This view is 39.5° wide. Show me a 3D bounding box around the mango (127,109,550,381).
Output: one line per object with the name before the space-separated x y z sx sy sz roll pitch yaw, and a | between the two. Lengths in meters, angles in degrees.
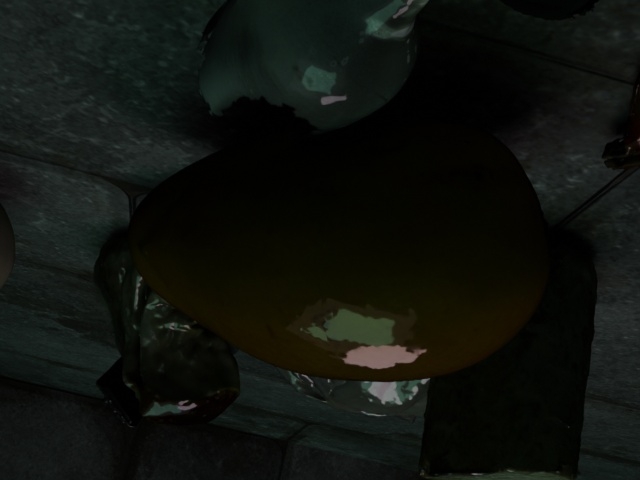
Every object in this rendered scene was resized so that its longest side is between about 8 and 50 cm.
mango | 0.000 0.000 0.835 0.446 0.232 0.300 1 -162 41

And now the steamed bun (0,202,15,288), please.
steamed bun | -0.551 -0.025 1.197 0.283 0.177 0.283 7 161 2

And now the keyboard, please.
keyboard | -0.290 0.218 1.391 0.093 0.025 0.230 55 -171 -5

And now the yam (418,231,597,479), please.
yam | 0.225 0.146 1.058 0.195 0.300 0.195 9 166 2

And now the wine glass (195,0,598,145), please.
wine glass | 0.034 -0.159 0.597 0.143 0.143 0.321 23 158 -26

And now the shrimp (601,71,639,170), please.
shrimp | 0.300 -0.112 0.682 0.154 0.062 0.294 28 154 -7

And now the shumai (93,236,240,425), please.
shumai | -0.238 0.155 1.375 0.304 0.263 0.309 0 156 24

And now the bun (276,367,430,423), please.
bun | 0.097 0.160 1.293 0.355 0.194 0.354 10 163 3
